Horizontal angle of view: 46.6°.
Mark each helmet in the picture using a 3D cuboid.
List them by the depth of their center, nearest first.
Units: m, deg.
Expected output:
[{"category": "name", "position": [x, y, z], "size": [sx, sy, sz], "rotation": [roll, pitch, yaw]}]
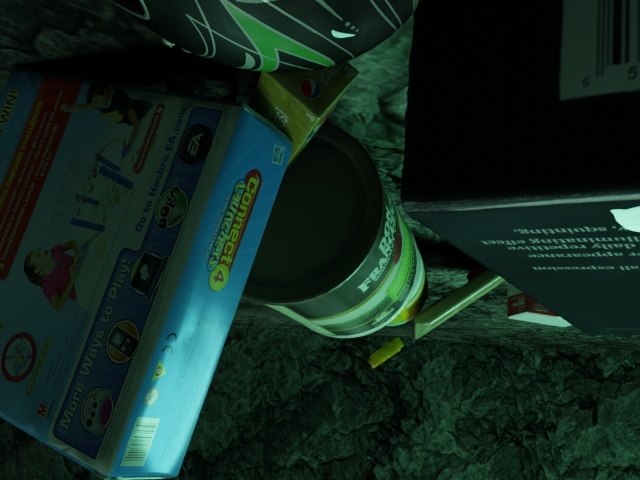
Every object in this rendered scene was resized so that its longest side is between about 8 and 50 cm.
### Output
[{"category": "helmet", "position": [-0.022, -0.157, 0.342], "size": [0.170, 0.169, 0.161], "rotation": [11, -179, -20]}]

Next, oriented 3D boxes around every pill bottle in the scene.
[{"category": "pill bottle", "position": [0.113, 0.072, 1.268], "size": [0.137, 0.136, 0.245], "rotation": [3, 166, 12]}]

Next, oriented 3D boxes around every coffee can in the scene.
[{"category": "coffee can", "position": [0.000, 0.000, 0.890], "size": [0.202, 0.201, 0.275], "rotation": [2, 166, 16]}]

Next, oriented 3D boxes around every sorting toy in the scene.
[{"category": "sorting toy", "position": [0.207, 0.118, 1.295], "size": [0.307, 0.041, 0.229], "rotation": [-33, 167, -3]}]

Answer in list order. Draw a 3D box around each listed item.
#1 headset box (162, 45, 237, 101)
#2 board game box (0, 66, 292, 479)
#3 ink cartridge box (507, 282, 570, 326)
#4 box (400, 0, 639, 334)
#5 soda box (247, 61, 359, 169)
[{"category": "headset box", "position": [-0.109, -0.149, 0.683], "size": [0.062, 0.032, 0.083], "rotation": [6, 166, -2]}, {"category": "board game box", "position": [-0.212, 0.013, 0.678], "size": [0.302, 0.308, 0.086], "rotation": [16, 173, 32]}, {"category": "ink cartridge box", "position": [0.331, 0.051, 1.088], "size": [0.099, 0.135, 0.056], "rotation": [10, 163, -15]}, {"category": "box", "position": [0.270, -0.067, 0.466], "size": [0.294, 0.211, 0.395], "rotation": [-3, 163, 31]}, {"category": "soda box", "position": [-0.029, -0.117, 0.677], "size": [0.061, 0.058, 0.181], "rotation": [40, 161, -3]}]
